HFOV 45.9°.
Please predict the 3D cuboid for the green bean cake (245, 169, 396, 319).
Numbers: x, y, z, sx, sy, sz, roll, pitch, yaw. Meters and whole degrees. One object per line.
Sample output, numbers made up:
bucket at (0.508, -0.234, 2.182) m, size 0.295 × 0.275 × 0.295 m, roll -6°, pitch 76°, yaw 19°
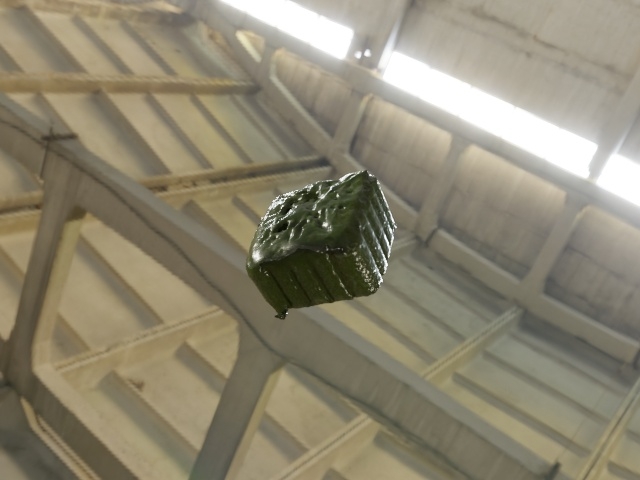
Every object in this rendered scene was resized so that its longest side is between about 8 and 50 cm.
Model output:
green bean cake at (0.000, 0.000, 1.442) m, size 0.250 × 0.156 × 0.246 m, roll -11°, pitch -146°, yaw 25°
